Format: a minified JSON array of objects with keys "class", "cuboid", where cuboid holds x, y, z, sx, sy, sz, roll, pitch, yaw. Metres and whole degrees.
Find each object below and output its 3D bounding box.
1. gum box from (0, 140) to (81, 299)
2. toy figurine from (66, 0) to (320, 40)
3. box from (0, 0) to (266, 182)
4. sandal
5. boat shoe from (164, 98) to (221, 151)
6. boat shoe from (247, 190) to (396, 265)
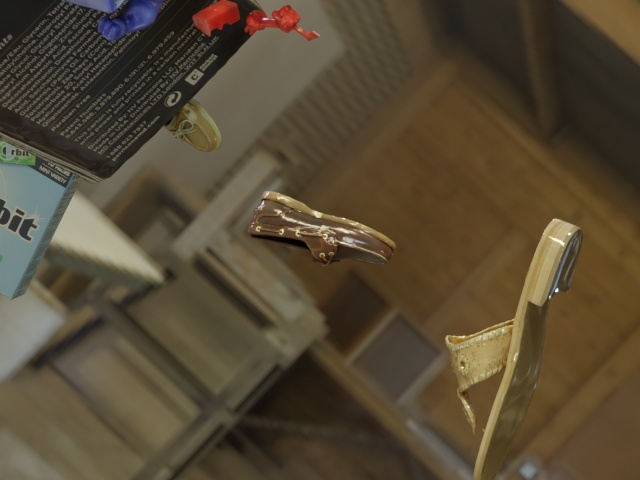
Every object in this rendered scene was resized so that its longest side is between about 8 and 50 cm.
[{"class":"gum box","cuboid":[-0.388,-0.048,2.108,0.157,0.184,0.041,31,15,8]},{"class":"toy figurine","cuboid":[-0.158,-0.297,1.561,0.191,0.217,0.362,29,-38,39]},{"class":"box","cuboid":[-0.382,-0.368,1.900,0.480,0.297,0.472,51,13,26]},{"class":"sandal","cuboid":[0.147,0.086,1.504,0.079,0.240,0.088,23,15,21]},{"class":"boat shoe","cuboid":[-0.184,-0.156,2.108,0.153,0.048,0.056,46,-39,-4]},{"class":"boat shoe","cuboid":[0.000,0.000,2.471,0.207,0.073,0.073,19,-23,11]}]
